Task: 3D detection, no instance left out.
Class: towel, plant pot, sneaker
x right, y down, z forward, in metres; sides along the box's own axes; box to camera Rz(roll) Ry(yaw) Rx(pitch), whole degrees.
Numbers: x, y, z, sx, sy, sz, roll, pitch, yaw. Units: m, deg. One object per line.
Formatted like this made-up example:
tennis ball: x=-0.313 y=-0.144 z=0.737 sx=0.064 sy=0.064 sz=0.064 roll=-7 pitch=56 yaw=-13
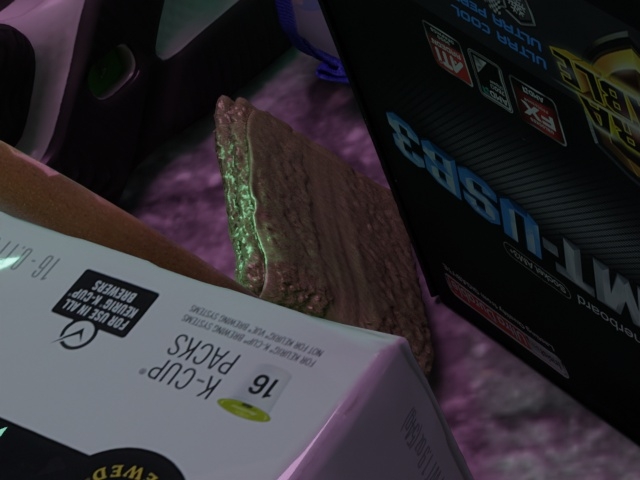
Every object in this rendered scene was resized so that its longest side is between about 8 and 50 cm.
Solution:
towel: x=0.000 y=0.000 z=0.904 sx=0.027 sy=0.110 sz=0.148 roll=-47 pitch=31 yaw=24
plant pot: x=-0.086 y=0.016 z=0.840 sx=0.236 sy=0.236 sz=0.032 roll=25 pitch=80 yaw=40
sneaker: x=-0.221 y=-0.080 z=1.070 sx=0.447 sy=0.169 sz=0.257 roll=-40 pitch=35 yaw=-28

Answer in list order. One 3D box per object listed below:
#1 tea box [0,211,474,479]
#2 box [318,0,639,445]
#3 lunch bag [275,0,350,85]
tea box: x=-0.152 y=0.171 z=0.706 sx=0.329 sy=0.220 sz=0.323 roll=16 pitch=57 yaw=35
box: x=0.113 y=-0.028 z=0.737 sx=0.073 sy=0.293 sz=0.295 roll=-36 pitch=44 yaw=-15
lunch bag: x=0.146 y=-0.218 z=0.912 sx=0.239 sy=0.385 sz=0.328 roll=-1 pitch=21 yaw=-45
